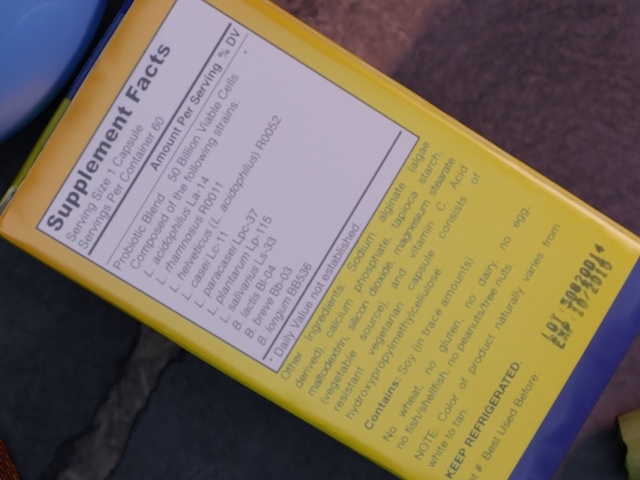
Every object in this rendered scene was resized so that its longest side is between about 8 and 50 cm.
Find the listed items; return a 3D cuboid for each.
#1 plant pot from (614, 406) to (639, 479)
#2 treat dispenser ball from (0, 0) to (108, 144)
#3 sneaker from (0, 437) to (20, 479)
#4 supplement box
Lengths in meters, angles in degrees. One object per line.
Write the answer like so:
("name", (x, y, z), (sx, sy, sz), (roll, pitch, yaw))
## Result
("plant pot", (0.242, 0.136, 1.153), (0.079, 0.083, 0.083), (-9, 93, 5))
("treat dispenser ball", (-0.259, -0.177, 0.964), (0.288, 0.288, 0.288), (0, 92, -8))
("sneaker", (-0.213, 0.203, 1.106), (0.067, 0.064, 0.175), (-22, 90, 14))
("supplement box", (0.000, 0.000, 1.052), (0.356, 0.195, 0.194), (32, 87, -8))
